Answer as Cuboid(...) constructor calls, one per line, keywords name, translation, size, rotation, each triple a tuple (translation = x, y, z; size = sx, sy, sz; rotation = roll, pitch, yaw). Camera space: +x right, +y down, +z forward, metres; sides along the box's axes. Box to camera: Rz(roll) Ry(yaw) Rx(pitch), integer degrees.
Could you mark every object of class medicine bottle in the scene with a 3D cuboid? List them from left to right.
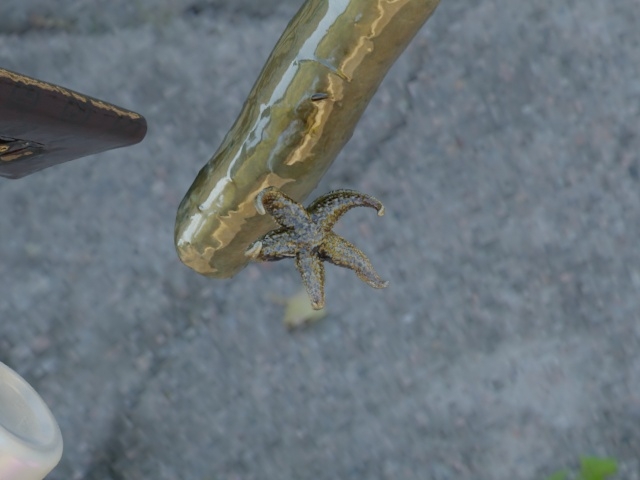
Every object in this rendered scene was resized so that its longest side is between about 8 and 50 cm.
Cuboid(name="medicine bottle", translation=(-0.267, 0.168, 1.309), size=(0.186, 0.103, 0.103), rotation=(-44, 48, 14))

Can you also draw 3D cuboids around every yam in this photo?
Cuboid(name="yam", translation=(0.006, -0.098, 1.108), size=(0.067, 0.317, 0.071), rotation=(45, 35, 13))

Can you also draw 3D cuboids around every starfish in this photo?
Cuboid(name="starfish", translation=(0.000, 0.000, 1.102), size=(0.078, 0.091, 0.028), rotation=(-63, 14, -23))

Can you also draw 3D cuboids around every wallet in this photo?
Cuboid(name="wallet", translation=(-0.256, -0.082, 1.433), size=(0.182, 0.229, 0.049), rotation=(-13, 78, 29))
